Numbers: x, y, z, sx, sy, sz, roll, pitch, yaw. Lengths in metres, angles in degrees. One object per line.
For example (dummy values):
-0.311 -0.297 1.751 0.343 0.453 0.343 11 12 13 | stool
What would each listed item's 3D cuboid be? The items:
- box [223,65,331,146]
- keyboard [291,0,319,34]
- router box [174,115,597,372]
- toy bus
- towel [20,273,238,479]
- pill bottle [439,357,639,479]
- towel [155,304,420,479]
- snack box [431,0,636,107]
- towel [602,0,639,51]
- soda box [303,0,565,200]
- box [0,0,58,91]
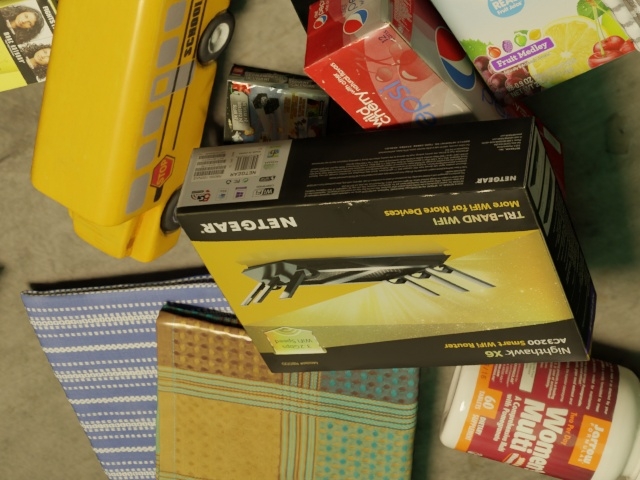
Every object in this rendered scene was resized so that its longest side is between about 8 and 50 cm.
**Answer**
-0.041 -0.090 1.650 0.094 0.027 0.137 9 129 3 | box
0.009 -0.235 1.531 0.100 0.038 0.192 6 135 39 | keyboard
0.062 0.012 1.561 0.308 0.081 0.243 -4 141 22 | router box
-0.164 -0.130 1.554 0.108 0.130 0.333 30 126 21 | toy bus
-0.143 0.169 1.873 0.243 0.040 0.336 -5 127 20 | towel
0.234 0.167 1.728 0.221 0.121 0.121 16 130 1 | pill bottle
-0.038 0.230 1.842 0.271 0.040 0.370 10 129 8 | towel
0.173 -0.231 1.460 0.174 0.070 0.207 -24 118 27 | snack box
0.376 -0.196 1.367 0.283 0.121 0.235 -34 116 13 | towel
0.100 -0.112 1.533 0.092 0.083 0.263 -26 129 29 | soda box
-0.321 -0.177 1.629 0.232 0.058 0.087 -10 126 20 | box
